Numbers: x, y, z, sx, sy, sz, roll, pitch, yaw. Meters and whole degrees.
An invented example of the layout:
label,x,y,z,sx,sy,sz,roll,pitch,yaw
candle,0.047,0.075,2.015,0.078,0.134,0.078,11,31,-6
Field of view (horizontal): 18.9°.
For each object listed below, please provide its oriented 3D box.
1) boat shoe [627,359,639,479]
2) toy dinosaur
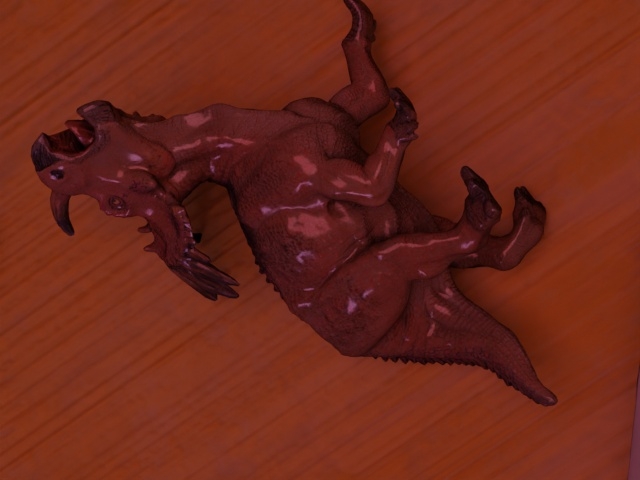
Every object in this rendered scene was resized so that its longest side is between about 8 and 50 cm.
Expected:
label,x,y,z,sx,sy,sz,roll,pitch,yaw
boat shoe,0.226,0.148,1.032,0.119,0.121,0.335,3,88,16
toy dinosaur,0.000,0.000,1.085,0.200,0.127,0.296,-42,94,15
